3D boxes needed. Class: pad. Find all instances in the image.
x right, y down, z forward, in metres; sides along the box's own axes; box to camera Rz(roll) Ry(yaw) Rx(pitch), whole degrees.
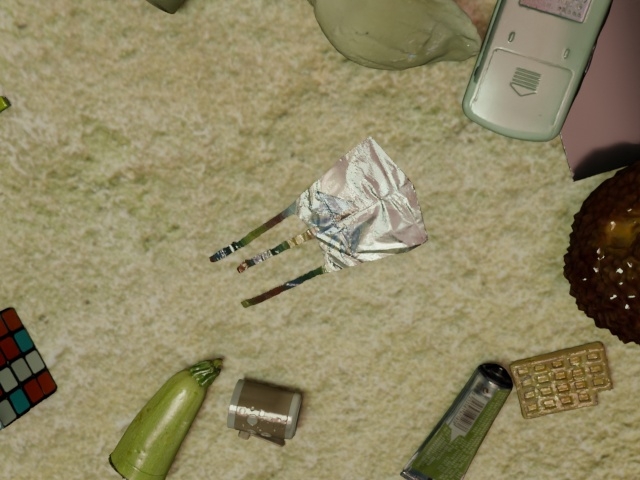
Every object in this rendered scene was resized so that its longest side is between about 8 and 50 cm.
[{"bbox_3d":[0.480,-0.245,0.945,0.368,0.007,0.247,-17,97,11],"label":"pad"}]

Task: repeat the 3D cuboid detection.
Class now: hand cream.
[{"bbox_3d":[0.205,0.273,1.054,0.086,0.055,0.235,27,110,5],"label":"hand cream"}]

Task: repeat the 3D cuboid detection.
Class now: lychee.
[{"bbox_3d":[0.447,0.022,0.878,0.268,0.267,0.267,1,100,7],"label":"lychee"}]

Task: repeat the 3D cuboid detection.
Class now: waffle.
[{"bbox_3d":[0.345,0.201,1.032,0.135,0.021,0.092,-14,96,11],"label":"waffle"}]

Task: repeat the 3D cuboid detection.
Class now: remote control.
[{"bbox_3d":[0.289,-0.276,0.933,0.140,0.056,0.296,18,103,6],"label":"remote control"}]

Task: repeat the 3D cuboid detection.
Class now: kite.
[{"bbox_3d":[0.000,0.000,1.047,0.310,0.015,0.169,-33,95,11],"label":"kite"}]

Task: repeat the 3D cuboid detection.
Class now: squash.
[{"bbox_3d":[-0.218,0.263,1.091,0.094,0.094,0.224,36,97,0],"label":"squash"}]

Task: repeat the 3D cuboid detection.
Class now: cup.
[{"bbox_3d":[-0.083,0.264,1.072,0.099,0.074,0.102,11,101,5],"label":"cup"}]

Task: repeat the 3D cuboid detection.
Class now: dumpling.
[{"bbox_3d":[0.085,-0.288,0.900,0.252,0.179,0.131,28,83,2],"label":"dumpling"}]

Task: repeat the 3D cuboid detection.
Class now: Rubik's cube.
[{"bbox_3d":[-0.525,0.214,1.086,0.154,0.151,0.155,-26,96,12],"label":"Rubik's cube"}]

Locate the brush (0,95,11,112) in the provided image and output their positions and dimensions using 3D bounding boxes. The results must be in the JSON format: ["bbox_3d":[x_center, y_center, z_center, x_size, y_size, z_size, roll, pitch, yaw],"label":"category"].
[{"bbox_3d":[-0.499,-0.186,1.078,0.083,0.021,0.018,-31,96,6],"label":"brush"}]

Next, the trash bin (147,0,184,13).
[{"bbox_3d":[-0.205,-0.464,0.945,0.243,0.121,0.247,41,106,0],"label":"trash bin"}]
